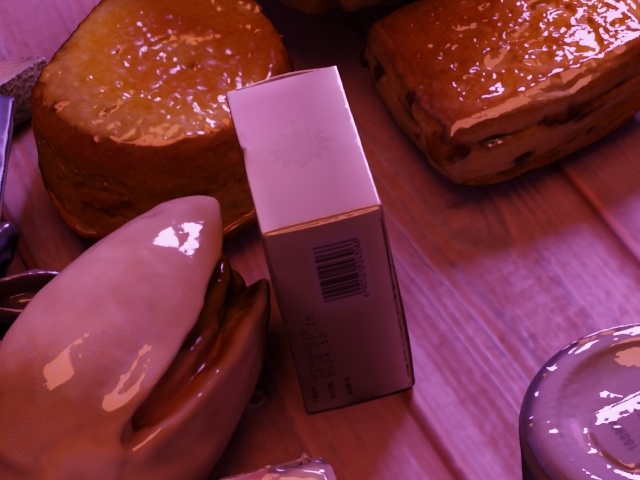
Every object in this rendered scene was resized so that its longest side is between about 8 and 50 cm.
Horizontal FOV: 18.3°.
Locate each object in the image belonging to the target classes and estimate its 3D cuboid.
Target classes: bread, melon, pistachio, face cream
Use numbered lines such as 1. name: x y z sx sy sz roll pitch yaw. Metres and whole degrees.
1. bread: 0.173 -0.151 1.739 0.235 0.099 0.210 -25 44 -6
2. melon: -0.334 -0.118 1.813 0.098 0.054 0.182 12 34 33
3. bread: -0.129 -0.108 1.721 0.268 0.145 0.268 -3 47 3
4. pistachio: -0.147 0.101 1.501 0.187 0.187 0.299 13 43 23
5. face cream: 0.228 0.166 1.373 0.177 0.153 0.177 -5 46 5

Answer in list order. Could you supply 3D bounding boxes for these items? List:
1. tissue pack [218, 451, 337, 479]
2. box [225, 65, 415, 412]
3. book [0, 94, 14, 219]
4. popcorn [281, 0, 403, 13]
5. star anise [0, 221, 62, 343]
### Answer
1. tissue pack: -0.060 0.319 1.299 0.242 0.125 0.343 -17 43 -5
2. box: 0.000 0.000 1.540 0.095 0.212 0.168 -16 46 -3
3. book: -0.396 -0.003 1.514 0.300 0.039 0.428 12 39 -12
4. popcorn: 0.034 -0.364 1.820 0.354 0.390 0.344 29 60 -19
5. star anise: -0.301 0.090 1.591 0.198 0.110 0.257 29 63 15
